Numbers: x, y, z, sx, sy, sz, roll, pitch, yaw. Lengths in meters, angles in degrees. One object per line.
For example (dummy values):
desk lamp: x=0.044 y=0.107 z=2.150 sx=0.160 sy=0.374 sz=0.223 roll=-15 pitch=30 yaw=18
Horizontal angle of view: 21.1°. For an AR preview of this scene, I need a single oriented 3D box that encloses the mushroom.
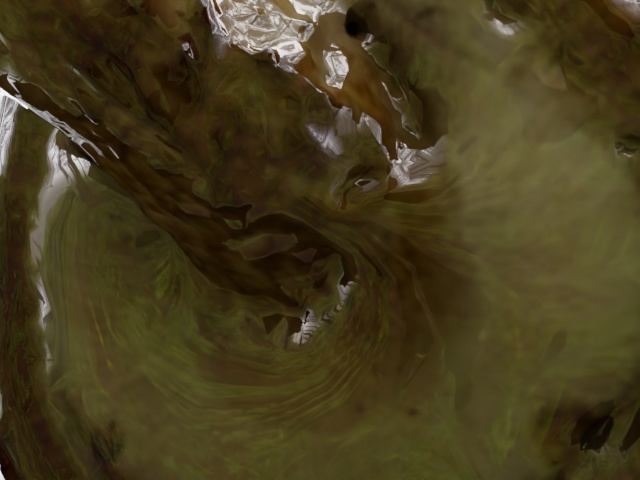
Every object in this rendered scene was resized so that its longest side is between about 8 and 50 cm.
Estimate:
mushroom: x=0.000 y=0.000 z=0.609 sx=0.346 sy=0.260 sz=0.345 roll=1 pitch=-88 yaw=22
